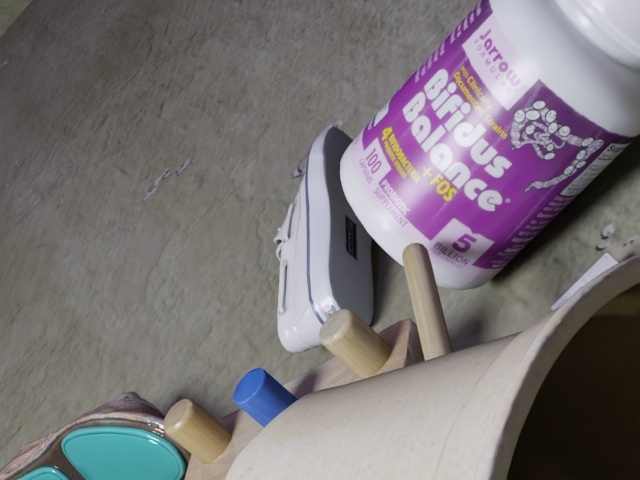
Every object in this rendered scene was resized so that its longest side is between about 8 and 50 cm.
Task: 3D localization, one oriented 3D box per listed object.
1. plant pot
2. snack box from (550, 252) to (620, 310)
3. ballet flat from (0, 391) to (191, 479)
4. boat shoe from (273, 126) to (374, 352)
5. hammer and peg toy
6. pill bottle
[{"bbox_3d":[0.107,0.181,0.962,0.305,0.334,0.333,-10,45,52],"label":"plant pot"},{"bbox_3d":[0.230,0.070,1.307,0.064,0.022,0.178,-44,26,6],"label":"snack box"},{"bbox_3d":[-0.217,0.204,1.725,0.316,0.107,0.106,-22,23,41],"label":"ballet flat"},{"bbox_3d":[0.000,0.000,1.684,0.088,0.096,0.267,-29,40,26],"label":"boat shoe"},{"bbox_3d":[0.014,0.175,1.378,0.361,0.127,0.266,-32,29,30],"label":"hammer and peg toy"},{"bbox_3d":[0.167,-0.112,1.434,0.301,0.169,0.169,-48,24,27],"label":"pill bottle"}]
